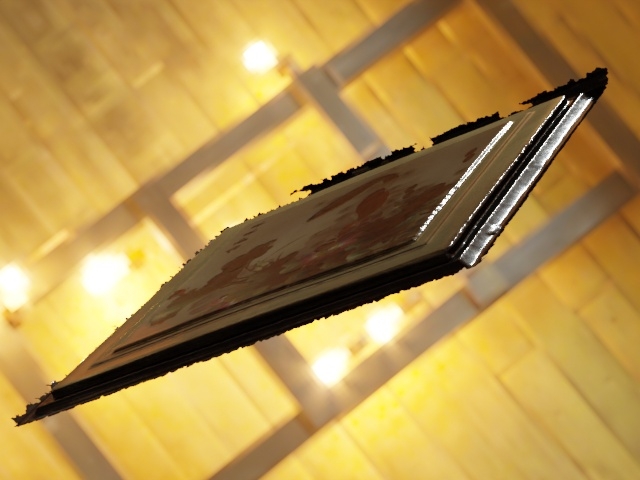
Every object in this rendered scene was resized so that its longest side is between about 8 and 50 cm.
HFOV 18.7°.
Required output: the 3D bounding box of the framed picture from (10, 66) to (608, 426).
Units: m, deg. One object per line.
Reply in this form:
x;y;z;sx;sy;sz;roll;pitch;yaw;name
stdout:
0.000;0.000;0.738;0.010;0.199;0.195;64;28;-11;framed picture
